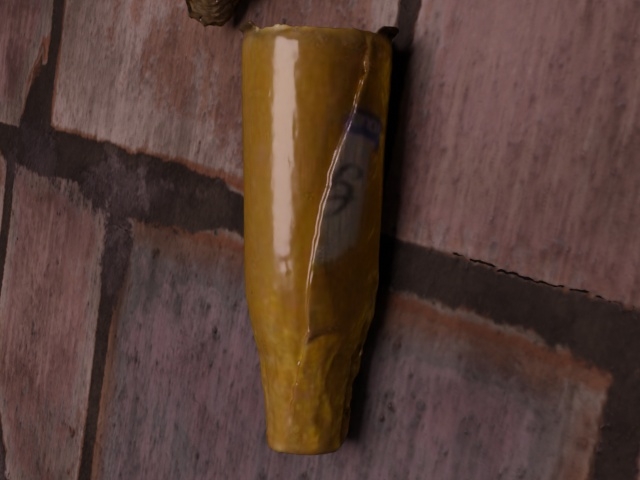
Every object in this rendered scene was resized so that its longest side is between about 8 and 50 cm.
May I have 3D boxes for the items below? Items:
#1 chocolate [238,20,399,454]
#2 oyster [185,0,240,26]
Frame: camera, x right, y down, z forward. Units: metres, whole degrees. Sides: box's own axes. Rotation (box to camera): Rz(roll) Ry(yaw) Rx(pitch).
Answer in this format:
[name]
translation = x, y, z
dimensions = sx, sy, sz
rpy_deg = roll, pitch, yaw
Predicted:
[chocolate]
translation = 0.000, 0.000, 0.865
dimensions = 0.162, 0.162, 0.445
rpy_deg = 5, 96, 48
[oyster]
translation = -0.107, -0.406, 1.038
dimensions = 0.223, 0.083, 0.214
rpy_deg = -24, 78, 26
